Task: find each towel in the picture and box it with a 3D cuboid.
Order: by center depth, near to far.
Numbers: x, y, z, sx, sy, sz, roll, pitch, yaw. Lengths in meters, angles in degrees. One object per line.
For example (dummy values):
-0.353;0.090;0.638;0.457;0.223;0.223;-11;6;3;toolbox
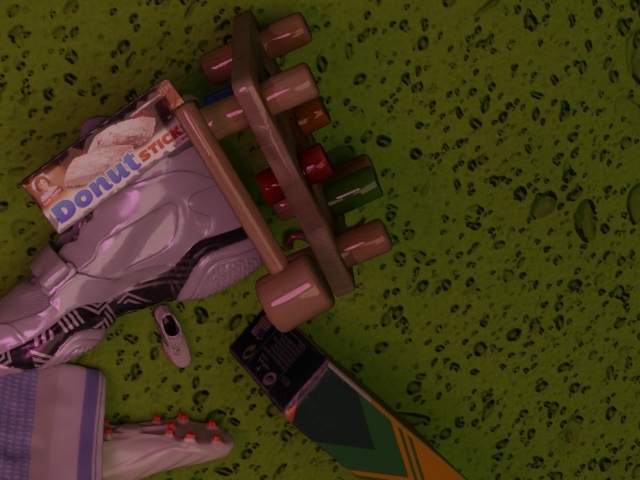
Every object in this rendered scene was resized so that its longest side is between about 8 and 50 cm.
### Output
-0.359;0.201;1.446;0.285;0.209;0.034;16;143;-25;towel

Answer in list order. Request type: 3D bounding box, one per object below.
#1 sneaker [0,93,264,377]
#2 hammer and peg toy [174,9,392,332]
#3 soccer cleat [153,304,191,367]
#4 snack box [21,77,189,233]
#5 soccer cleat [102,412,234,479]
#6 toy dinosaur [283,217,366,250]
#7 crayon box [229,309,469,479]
-0.246;-0.008;1.452;0.366;0.137;0.210;-23;106;-12;sneaker
-0.028;-0.081;1.394;0.127;0.361;0.266;-23;113;8;hammer and peg toy
-0.167;0.112;1.568;0.029;0.035;0.083;-23;112;-14;soccer cleat
-0.206;-0.085;1.364;0.178;0.022;0.064;-37;105;-5;snack box
-0.198;0.244;1.583;0.196;0.068;0.076;2;110;-15;soccer cleat
0.000;0.000;1.613;0.082;0.047;0.090;28;61;-18;toy dinosaur
0.053;0.223;1.597;0.318;0.202;0.081;42;88;-26;crayon box
